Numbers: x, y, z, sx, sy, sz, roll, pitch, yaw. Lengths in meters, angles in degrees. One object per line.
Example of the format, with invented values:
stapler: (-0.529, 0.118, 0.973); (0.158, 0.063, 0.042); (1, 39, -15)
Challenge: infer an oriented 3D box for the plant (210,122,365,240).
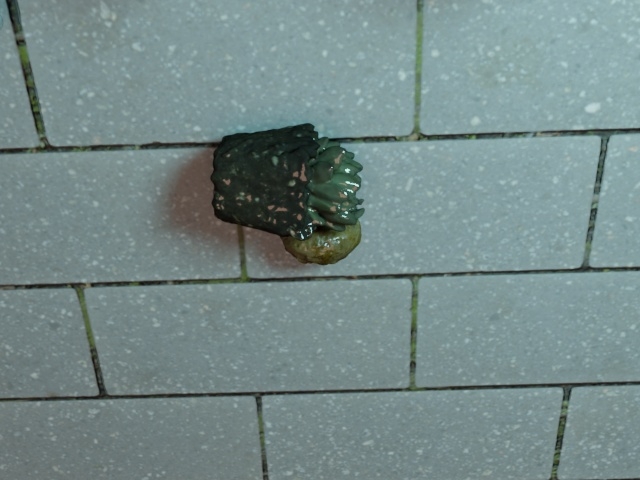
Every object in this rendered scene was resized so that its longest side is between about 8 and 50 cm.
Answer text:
plant: (-0.038, -0.077, 1.109); (0.194, 0.129, 0.132); (3, 122, 2)

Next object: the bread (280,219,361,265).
bread: (0.000, 0.000, 1.187); (0.113, 0.082, 0.060); (3, 125, 2)

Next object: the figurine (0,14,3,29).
figurine: (-0.531, -0.331, 0.936); (0.370, 0.167, 0.281); (29, 99, -8)
